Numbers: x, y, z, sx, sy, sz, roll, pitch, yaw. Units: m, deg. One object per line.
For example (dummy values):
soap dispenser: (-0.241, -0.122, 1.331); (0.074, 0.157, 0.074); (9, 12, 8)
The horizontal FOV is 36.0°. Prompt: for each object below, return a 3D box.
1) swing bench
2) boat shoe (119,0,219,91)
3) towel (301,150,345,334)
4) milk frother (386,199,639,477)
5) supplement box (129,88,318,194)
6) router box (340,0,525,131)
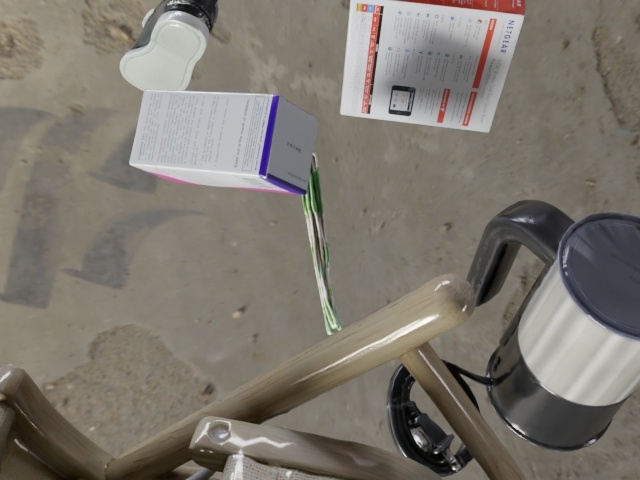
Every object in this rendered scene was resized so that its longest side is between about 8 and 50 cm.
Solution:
swing bench: (-0.047, 0.172, 0.356); (0.255, 0.253, 0.165); (-15, 126, 31)
boat shoe: (-0.234, -0.315, 1.562); (0.114, 0.303, 0.091); (28, 69, -23)
towel: (0.000, 0.000, 1.740); (0.038, 0.248, 0.324); (-11, 90, -1)
milk frother: (0.120, 0.065, 0.554); (0.129, 0.134, 0.143); (30, 54, 12)
supplement box: (-0.130, -0.132, 1.318); (0.220, 0.111, 0.113); (6, 83, 28)
router box: (0.197, -0.347, 1.827); (0.301, 0.335, 0.082); (7, 59, 1)
